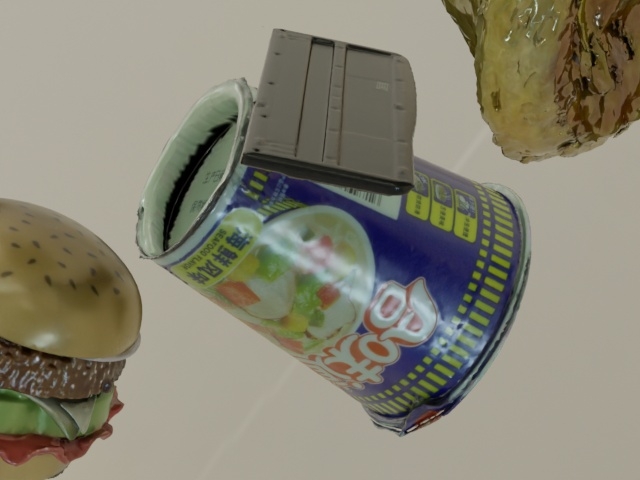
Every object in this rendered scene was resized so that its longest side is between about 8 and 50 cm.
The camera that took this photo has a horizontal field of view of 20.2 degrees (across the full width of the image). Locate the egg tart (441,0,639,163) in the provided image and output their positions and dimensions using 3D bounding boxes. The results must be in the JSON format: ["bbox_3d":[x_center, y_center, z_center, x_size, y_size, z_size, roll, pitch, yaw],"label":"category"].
[{"bbox_3d":[0.141,-0.182,0.951,0.290,0.115,0.290,-41,-36,-40],"label":"egg tart"}]

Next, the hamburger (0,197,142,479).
[{"bbox_3d":[-0.184,0.049,1.058,0.175,0.175,0.137,-82,17,-68],"label":"hamburger"}]

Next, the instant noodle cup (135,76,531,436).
[{"bbox_3d":[0.000,0.000,1.744,0.284,0.312,0.284,-44,29,33],"label":"instant noodle cup"}]

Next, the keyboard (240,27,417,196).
[{"bbox_3d":[0.009,-0.104,1.110,0.381,0.104,0.041,-82,4,-63],"label":"keyboard"}]
